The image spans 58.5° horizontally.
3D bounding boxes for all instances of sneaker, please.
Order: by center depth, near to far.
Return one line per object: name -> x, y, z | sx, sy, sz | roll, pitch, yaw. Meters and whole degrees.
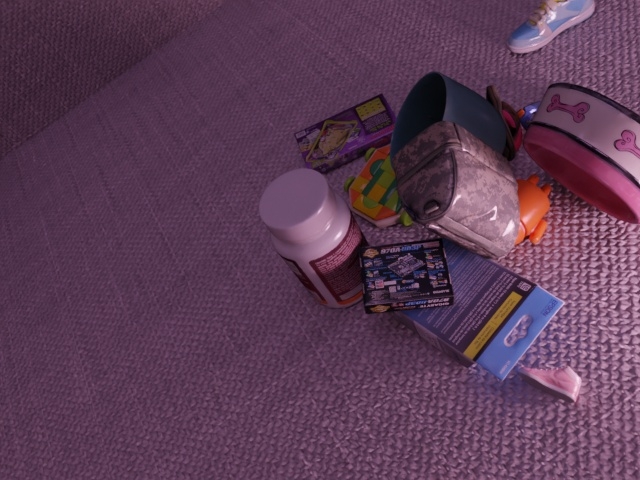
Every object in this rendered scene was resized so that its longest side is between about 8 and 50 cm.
sneaker -> 0.526, 0.309, 1.305 | 0.134, 0.051, 0.070 | 23, 67, 32
sneaker -> 0.689, -0.385, 1.713 | 0.221, 0.083, 0.087 | -23, 90, -5
sneaker -> 0.742, -0.770, 1.870 | 0.319, 0.208, 0.127 | -33, 51, 1

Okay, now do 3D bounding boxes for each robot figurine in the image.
robot figurine -> 0.523, -0.074, 1.529 | 0.219, 0.158, 0.128 | -46, 28, -11

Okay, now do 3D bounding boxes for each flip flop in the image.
flip flop -> 0.542, -0.354, 1.683 | 0.080, 0.112, 0.277 | -3, 52, 5

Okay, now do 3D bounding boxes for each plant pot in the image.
plant pot -> 0.365, -0.289, 1.591 | 0.293, 0.235, 0.293 | -166, 90, -71

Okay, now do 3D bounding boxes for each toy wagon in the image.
toy wagon -> 0.234, -0.207, 1.770 | 0.267, 0.068, 0.344 | 33, 88, 38

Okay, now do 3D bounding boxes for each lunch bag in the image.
lunch bag -> 0.336, -0.106, 1.388 | 0.212, 0.305, 0.256 | -38, 44, 34

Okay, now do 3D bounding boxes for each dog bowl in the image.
dog bowl -> 0.676, -0.198, 1.392 | 0.150, 0.408, 0.408 | -51, 50, 8

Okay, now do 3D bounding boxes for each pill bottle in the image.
pill bottle -> 0.000, 0.000, 1.546 | 0.224, 0.392, 0.224 | -12, 53, 16

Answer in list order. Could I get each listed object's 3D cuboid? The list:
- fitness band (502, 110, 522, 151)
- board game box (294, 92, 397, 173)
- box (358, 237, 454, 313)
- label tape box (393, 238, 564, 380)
fitness band -> 0.475, -0.294, 1.757 | 0.291, 0.054, 0.209 | -34, 50, 1
board game box -> 0.094, -0.367, 1.984 | 0.347, 0.056, 0.208 | -24, 46, 5
box -> 0.211, 0.088, 1.434 | 0.220, 0.051, 0.175 | -7, 53, 5
label tape box -> 0.382, 0.175, 1.429 | 0.348, 0.115, 0.249 | 34, 75, 36
